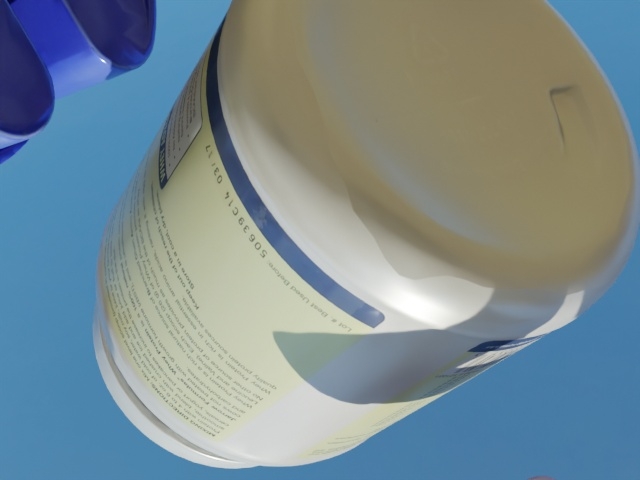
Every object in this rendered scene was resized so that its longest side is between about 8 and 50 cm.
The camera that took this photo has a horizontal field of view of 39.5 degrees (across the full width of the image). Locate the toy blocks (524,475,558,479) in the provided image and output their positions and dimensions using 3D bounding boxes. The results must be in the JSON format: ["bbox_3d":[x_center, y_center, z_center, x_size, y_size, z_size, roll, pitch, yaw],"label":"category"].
[{"bbox_3d":[0.131,0.392,0.769,0.289,0.309,0.260,-22,-173,-22],"label":"toy blocks"}]

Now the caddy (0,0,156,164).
[{"bbox_3d":[-0.264,-0.204,0.575,0.179,0.341,0.241,-3,-150,32],"label":"caddy"}]

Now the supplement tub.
[{"bbox_3d":[0.000,0.000,0.545,0.235,0.325,0.235,15,-124,-23],"label":"supplement tub"}]
